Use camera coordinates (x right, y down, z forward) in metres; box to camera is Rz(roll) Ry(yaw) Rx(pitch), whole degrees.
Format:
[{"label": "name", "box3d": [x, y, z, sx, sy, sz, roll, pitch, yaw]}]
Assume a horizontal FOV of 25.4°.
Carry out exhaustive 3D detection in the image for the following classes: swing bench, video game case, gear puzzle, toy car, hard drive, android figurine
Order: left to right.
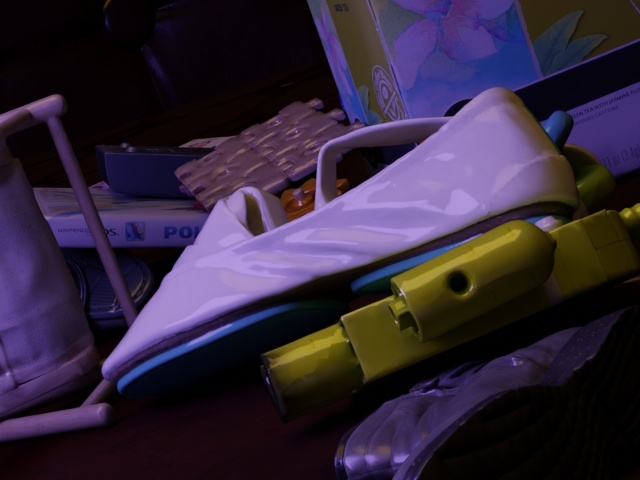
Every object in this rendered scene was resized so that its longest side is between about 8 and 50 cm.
[{"label": "swing bench", "box3d": [-0.306, 0.045, 1.192, 0.254, 0.253, 0.165, -17, 12, 15]}, {"label": "video game case", "box3d": [-0.163, -0.028, 1.547, 0.300, 0.036, 0.329, 0, 7, -14]}, {"label": "hard drive", "box3d": [-0.125, -0.080, 1.615, 0.254, 0.054, 0.172, 1, 7, -13]}, {"label": "gear puzzle", "box3d": [-0.034, -0.060, 1.373, 0.175, 0.044, 0.339, -30, 19, -7]}, {"label": "android figurine", "box3d": [0.092, 0.041, 0.905, 0.273, 0.056, 0.248, -24, -8, -5]}, {"label": "toy car", "box3d": [0.140, -0.046, 1.135, 0.182, 0.136, 0.159, -15, 13, 26]}]

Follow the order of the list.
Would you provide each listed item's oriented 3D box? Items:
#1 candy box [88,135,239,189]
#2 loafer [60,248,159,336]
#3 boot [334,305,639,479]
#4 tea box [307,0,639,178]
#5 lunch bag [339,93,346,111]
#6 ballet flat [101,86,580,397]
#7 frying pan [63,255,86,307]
[{"label": "candy box", "box3d": [-0.219, -0.084, 2.063, 0.196, 0.070, 0.165, -27, 13, -26]}, {"label": "loafer", "box3d": [-0.261, 0.055, 1.477, 0.267, 0.084, 0.096, 8, 53, 36]}, {"label": "boot", "box3d": [0.069, 0.114, 0.728, 0.161, 0.083, 0.246, -20, 4, 38]}, {"label": "tea box", "box3d": [0.185, -0.209, 1.338, 0.329, 0.323, 0.220, -23, 12, -10]}, {"label": "lunch bag", "box3d": [0.178, -0.273, 2.161, 0.221, 0.138, 0.293, -22, 22, -20]}, {"label": "ballet flat", "box3d": [0.000, 0.000, 1.067, 0.400, 0.139, 0.139, -23, 10, 23]}, {"label": "frying pan", "box3d": [-0.384, 0.093, 1.420, 0.326, 0.053, 0.197, -14, 42, 17]}]
